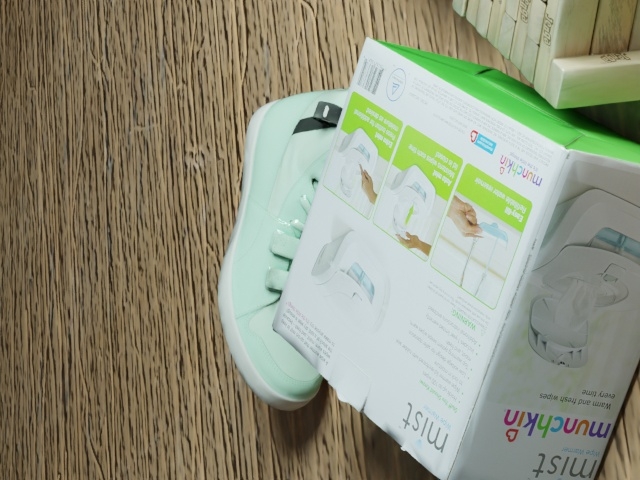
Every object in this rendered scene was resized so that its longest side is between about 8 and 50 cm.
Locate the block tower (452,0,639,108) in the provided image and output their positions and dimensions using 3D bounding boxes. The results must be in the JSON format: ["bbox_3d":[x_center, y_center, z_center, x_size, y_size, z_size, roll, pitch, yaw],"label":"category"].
[{"bbox_3d":[0.128,-0.211,1.364,0.335,0.091,0.097,-126,35,-48],"label":"block tower"}]

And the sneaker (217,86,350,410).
[{"bbox_3d":[0.000,-0.001,1.531,0.151,0.094,0.256,-16,69,53],"label":"sneaker"}]

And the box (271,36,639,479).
[{"bbox_3d":[0.100,0.014,1.330,0.262,0.127,0.231,36,112,56],"label":"box"}]
